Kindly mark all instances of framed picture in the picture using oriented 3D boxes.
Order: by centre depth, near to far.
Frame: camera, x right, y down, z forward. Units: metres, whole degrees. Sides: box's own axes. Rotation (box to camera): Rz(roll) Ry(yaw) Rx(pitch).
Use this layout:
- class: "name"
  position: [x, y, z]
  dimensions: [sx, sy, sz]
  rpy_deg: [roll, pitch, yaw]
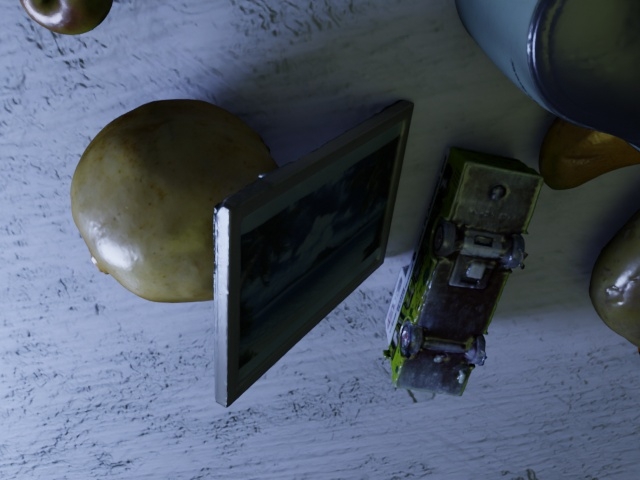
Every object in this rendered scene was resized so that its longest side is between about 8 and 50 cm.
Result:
- class: "framed picture"
  position: [0.000, 0.000, 0.649]
  dimensions: [0.024, 0.315, 0.232]
  rpy_deg: [26, 129, 26]

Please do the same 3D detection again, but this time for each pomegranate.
- class: "pomegranate"
  position: [-0.141, -0.039, 0.655]
  dimensions: [0.232, 0.233, 0.233]
  rpy_deg: [0, 125, 0]

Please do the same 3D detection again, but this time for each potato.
- class: "potato"
  position: [0.452, 0.016, 0.740]
  dimensions: [0.191, 0.141, 0.296]
  rpy_deg: [17, 120, -15]

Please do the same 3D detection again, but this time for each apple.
- class: "apple"
  position: [-0.245, -0.243, 0.594]
  dimensions: [0.089, 0.074, 0.090]
  rpy_deg: [1, 125, 2]

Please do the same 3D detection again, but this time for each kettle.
- class: "kettle"
  position: [0.232, -0.181, 0.527]
  dimensions: [0.165, 0.255, 0.240]
  rpy_deg: [-32, 116, 17]

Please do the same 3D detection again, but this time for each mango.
- class: "mango"
  position: [0.314, -0.123, 0.676]
  dimensions: [0.164, 0.089, 0.115]
  rpy_deg: [-21, 131, 18]

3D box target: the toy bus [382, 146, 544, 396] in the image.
- class: "toy bus"
  position: [0.163, 0.036, 0.757]
  dimensions: [0.113, 0.139, 0.302]
  rpy_deg: [10, 116, -8]

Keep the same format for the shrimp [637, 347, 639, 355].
- class: "shrimp"
  position: [0.508, 0.171, 0.895]
  dimensions: [0.127, 0.091, 0.025]
  rpy_deg: [-8, 136, -39]
